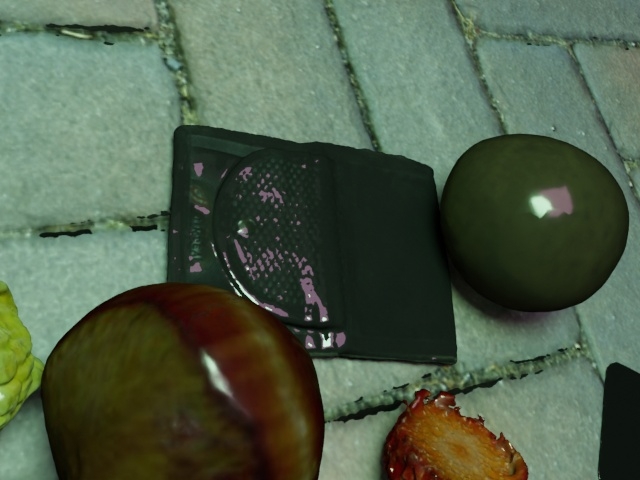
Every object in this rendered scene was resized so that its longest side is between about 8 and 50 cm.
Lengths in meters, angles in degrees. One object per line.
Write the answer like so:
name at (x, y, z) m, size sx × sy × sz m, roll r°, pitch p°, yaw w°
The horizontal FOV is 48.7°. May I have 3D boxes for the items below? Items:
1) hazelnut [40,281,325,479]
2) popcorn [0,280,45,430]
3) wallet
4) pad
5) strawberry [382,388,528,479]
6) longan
hazelnut at (-0.090, 0.145, 0.530) m, size 0.229 × 0.229 × 0.229 m, roll 12°, pitch 62°, yaw -24°
popcorn at (-0.271, 0.088, 0.489) m, size 0.162 × 0.135 × 0.141 m, roll -4°, pitch 77°, yaw -32°
wallet at (0.000, 0.000, 0.736) m, size 0.323 × 0.041 × 0.247 m, roll 9°, pitch 65°, yaw -27°
pad at (0.447, 0.275, 0.870) m, size 0.267 × 0.004 × 0.181 m, roll 28°, pitch 57°, yaw -14°
strawberry at (0.121, 0.215, 0.656) m, size 0.145 × 0.086 × 0.145 m, roll 11°, pitch 28°, yaw -6°
longan at (0.235, -0.017, 0.778) m, size 0.220 × 0.196 × 0.196 m, roll 20°, pitch 58°, yaw -37°
